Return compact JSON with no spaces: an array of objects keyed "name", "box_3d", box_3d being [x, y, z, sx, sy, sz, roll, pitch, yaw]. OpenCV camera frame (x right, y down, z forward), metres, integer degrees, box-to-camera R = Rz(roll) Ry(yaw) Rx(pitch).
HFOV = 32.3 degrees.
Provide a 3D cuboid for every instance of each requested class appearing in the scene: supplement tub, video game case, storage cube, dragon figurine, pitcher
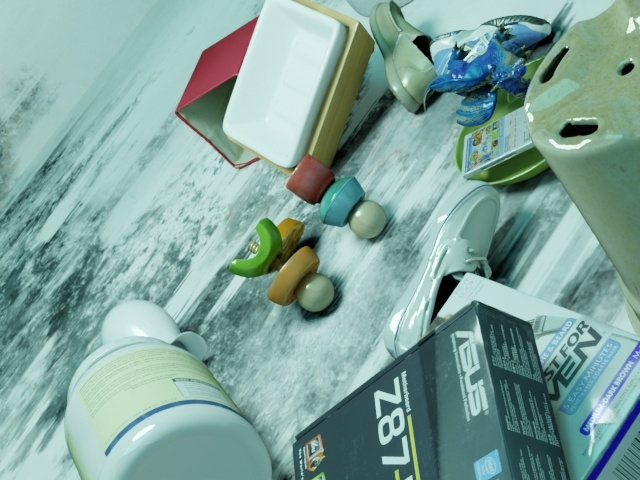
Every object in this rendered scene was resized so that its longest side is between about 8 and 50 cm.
[{"name":"supplement tub","box_3d":[-0.226,0.283,1.551,0.235,0.235,0.325,-49,29,-2]},{"name":"video game case","box_3d":[0.254,-0.142,1.567,0.122,0.011,0.087,-26,37,34]},{"name":"storage cube","box_3d":[-0.137,-0.292,2.178,0.215,0.184,0.193,-24,35,37]},{"name":"dragon figurine","box_3d":[0.222,-0.226,1.622,0.289,0.085,0.144,-15,36,45]},{"name":"pitcher","box_3d":[-0.299,0.202,1.884,0.207,0.125,0.177,26,91,49]}]

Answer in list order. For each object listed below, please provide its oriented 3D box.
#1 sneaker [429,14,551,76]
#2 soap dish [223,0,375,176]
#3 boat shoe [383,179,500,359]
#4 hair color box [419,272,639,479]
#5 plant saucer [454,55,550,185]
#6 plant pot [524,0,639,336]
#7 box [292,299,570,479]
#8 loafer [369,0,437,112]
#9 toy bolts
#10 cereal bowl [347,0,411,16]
[{"name":"sneaker","box_3d":[0.274,-0.302,1.764,0.211,0.080,0.081,-13,76,39]},{"name":"soap dish","box_3d":[-0.037,-0.274,1.953,0.229,0.118,0.290,32,108,42]},{"name":"boat shoe","box_3d":[0.177,0.043,1.443,0.088,0.096,0.267,13,66,53]},{"name":"hair color box","box_3d":[0.235,0.168,1.202,0.185,0.110,0.339,-54,28,-8]},{"name":"plant saucer","box_3d":[0.300,-0.166,1.585,0.241,0.037,0.241,-33,33,24]},{"name":"plant pot","box_3d":[0.377,-0.082,1.103,0.334,0.305,0.333,-33,33,25]},{"name":"box","box_3d":[0.110,0.305,1.081,0.318,0.097,0.394,-41,40,36]},{"name":"loafer","box_3d":[0.156,-0.330,1.922,0.092,0.102,0.268,-27,47,16]},{"name":"toy bolts","box_3d":[0.000,0.000,1.746,0.228,0.158,0.218,-57,-12,5]},{"name":"cereal bowl","box_3d":[0.155,-0.621,2.225,0.339,0.141,0.339,-33,34,25]}]
